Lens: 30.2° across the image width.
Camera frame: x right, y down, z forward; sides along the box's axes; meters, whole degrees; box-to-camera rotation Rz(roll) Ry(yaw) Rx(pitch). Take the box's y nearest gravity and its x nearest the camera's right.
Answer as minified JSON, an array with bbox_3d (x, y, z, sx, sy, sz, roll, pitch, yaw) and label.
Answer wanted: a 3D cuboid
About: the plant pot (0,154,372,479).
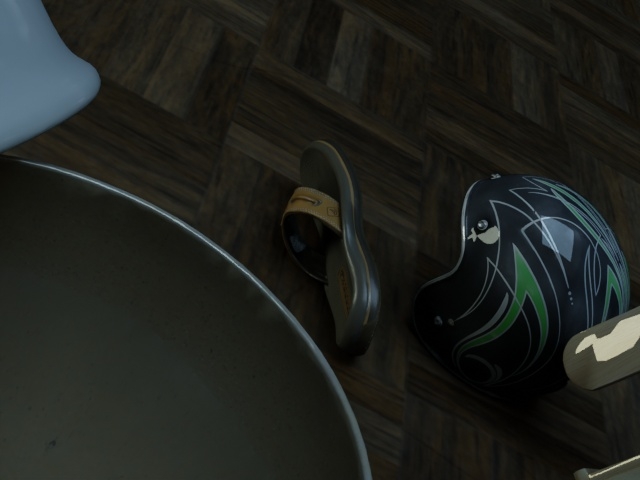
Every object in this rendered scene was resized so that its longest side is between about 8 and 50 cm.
[{"bbox_3d":[-0.145,0.125,0.527,0.284,0.191,0.284,25,33,-17],"label":"plant pot"}]

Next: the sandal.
[{"bbox_3d":[0.000,0.000,0.952,0.060,0.090,0.219,0,49,-12],"label":"sandal"}]

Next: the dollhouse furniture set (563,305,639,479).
[{"bbox_3d":[0.354,0.204,0.977,0.355,0.174,0.303,21,46,-58],"label":"dollhouse furniture set"}]

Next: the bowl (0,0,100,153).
[{"bbox_3d":[-0.251,-0.091,0.492,0.298,0.134,0.298,-11,18,4],"label":"bowl"}]

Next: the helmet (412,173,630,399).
[{"bbox_3d":[0.171,0.033,0.972,0.169,0.161,0.169,25,33,-18],"label":"helmet"}]
